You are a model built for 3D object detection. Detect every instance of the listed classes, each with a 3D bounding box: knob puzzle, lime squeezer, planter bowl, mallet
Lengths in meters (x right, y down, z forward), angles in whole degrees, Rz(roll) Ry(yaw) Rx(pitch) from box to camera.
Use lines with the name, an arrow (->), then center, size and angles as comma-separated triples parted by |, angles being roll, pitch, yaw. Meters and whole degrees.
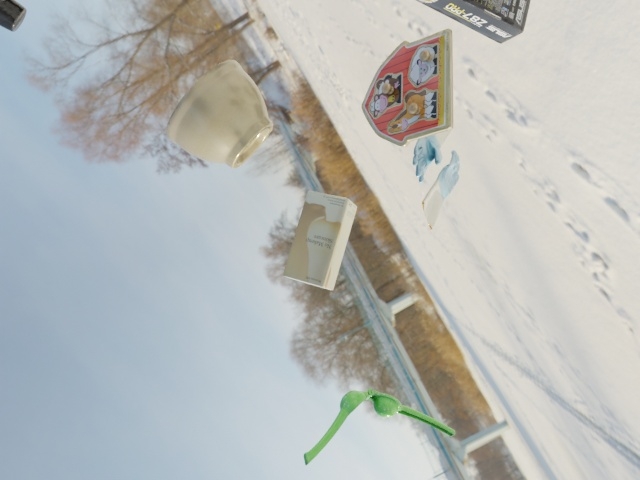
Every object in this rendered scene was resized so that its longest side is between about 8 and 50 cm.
knob puzzle -> 0.140, -0.260, 0.860 | 0.030, 0.213, 0.213 | 6, -134, -42
lime squeezer -> 0.105, 0.322, 0.898 | 0.110, 0.311, 0.058 | -120, 40, -47
planter bowl -> -0.145, -0.183, 0.775 | 0.109, 0.162, 0.162 | 43, -172, -3
mallet -> -0.357, -0.321, 0.577 | 0.062, 0.190, 0.039 | 37, -134, -33

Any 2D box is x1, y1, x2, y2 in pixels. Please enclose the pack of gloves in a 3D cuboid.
pack of gloves -> 0.276, -0.169, 1.087 | 0.232, 0.046, 0.195 | -56, -48, -37

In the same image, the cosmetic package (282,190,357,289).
cosmetic package -> 0.000, 0.000, 0.621 | 0.041, 0.060, 0.115 | 30, -106, -67

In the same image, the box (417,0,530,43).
box -> 0.409, -0.752, 1.241 | 0.319, 0.394, 0.097 | 16, 175, -21
